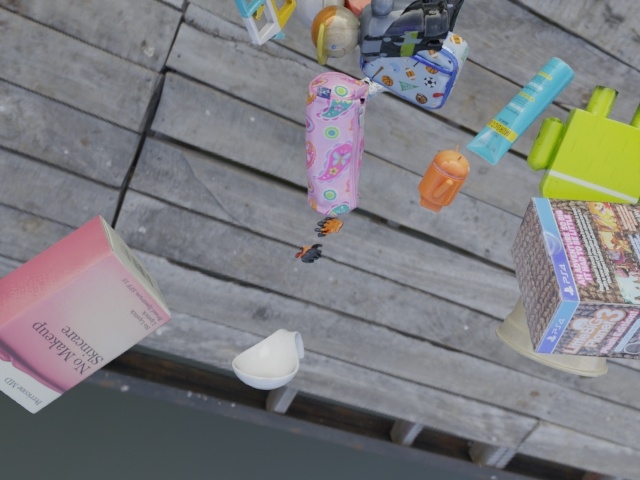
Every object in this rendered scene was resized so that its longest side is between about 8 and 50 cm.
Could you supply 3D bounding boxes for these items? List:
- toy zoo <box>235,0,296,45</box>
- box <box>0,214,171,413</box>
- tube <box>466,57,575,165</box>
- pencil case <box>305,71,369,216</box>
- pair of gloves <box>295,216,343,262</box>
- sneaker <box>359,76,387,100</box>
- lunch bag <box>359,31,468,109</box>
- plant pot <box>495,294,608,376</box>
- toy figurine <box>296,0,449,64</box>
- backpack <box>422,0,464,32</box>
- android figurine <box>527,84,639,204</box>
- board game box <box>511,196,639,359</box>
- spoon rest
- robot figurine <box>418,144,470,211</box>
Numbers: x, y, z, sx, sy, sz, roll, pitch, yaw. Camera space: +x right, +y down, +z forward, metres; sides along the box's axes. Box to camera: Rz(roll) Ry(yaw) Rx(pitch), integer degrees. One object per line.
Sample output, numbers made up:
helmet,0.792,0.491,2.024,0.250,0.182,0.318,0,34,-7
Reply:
toy zoo,-0.157,-0.682,1.582,0.192,0.030,0.293,-56,147,-22
box,-0.357,0.101,0.811,0.232,0.127,0.148,-35,128,-7
tube,0.355,-0.226,1.016,0.052,0.080,0.207,35,102,-36
pencil case,0.032,-0.188,1.144,0.124,0.124,0.284,-2,128,-6
pair of gloves,0.000,0.000,0.858,0.010,0.074,0.083,39,101,22
sneaker,0.169,-0.507,1.851,0.237,0.085,0.086,-28,152,-28
lunch bag,0.247,-0.517,1.602,0.303,0.115,0.243,29,157,10
plant pot,0.734,0.191,1.724,0.334,0.334,0.305,11,102,-12
toy figurine,0.042,-0.293,0.574,0.148,0.209,0.213,-2,126,-1
backpack,0.337,-0.699,1.763,0.166,0.144,0.188,-4,121,-22
android figurine,0.514,-0.136,1.064,0.248,0.056,0.273,18,105,5
board game box,0.494,0.063,0.947,0.291,0.232,0.141,4,135,2
spoon rest,-0.097,0.251,1.248,0.137,0.276,0.084,7,96,13
robot figurine,0.400,-0.199,1.859,0.158,0.128,0.219,-13,138,-44
